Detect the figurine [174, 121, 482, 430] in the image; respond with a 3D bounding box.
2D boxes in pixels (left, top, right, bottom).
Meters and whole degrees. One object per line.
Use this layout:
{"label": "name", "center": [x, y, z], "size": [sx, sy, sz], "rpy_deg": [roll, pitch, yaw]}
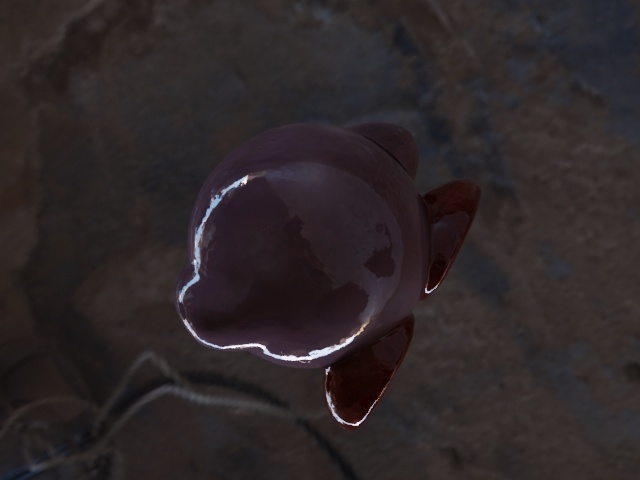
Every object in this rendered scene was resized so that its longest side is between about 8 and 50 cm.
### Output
{"label": "figurine", "center": [0.000, 0.000, 0.510], "size": [0.071, 0.067, 0.083], "rpy_deg": [30, -111, -1]}
